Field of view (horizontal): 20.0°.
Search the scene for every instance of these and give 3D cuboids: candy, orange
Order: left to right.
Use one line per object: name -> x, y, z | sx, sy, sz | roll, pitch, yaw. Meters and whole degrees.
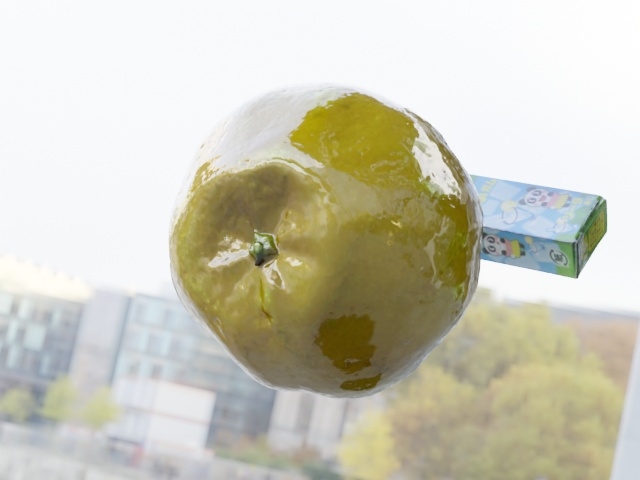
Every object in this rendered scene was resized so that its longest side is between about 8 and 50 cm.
orange -> 0.000, 0.000, 1.548 | 0.279, 0.279, 0.235 | 9, 17, 20
candy -> 0.236, -0.020, 2.170 | 0.194, 0.097, 0.062 | 12, -46, 27
